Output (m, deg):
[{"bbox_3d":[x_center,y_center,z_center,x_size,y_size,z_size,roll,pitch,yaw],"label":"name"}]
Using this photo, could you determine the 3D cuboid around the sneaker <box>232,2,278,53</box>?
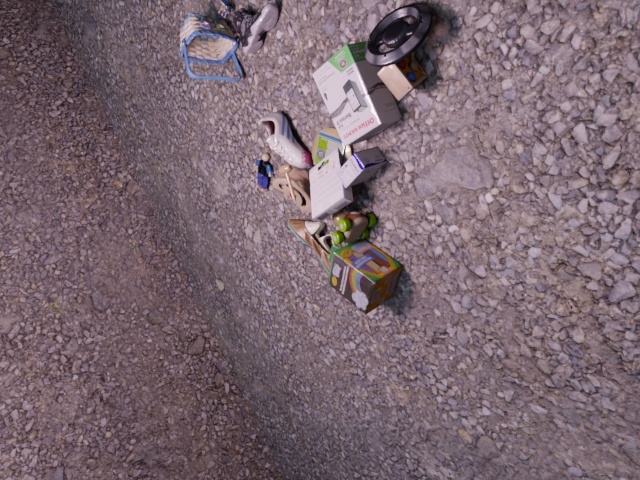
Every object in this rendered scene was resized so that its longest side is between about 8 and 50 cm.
[{"bbox_3d":[-0.274,-0.894,1.962,0.153,0.101,0.268,59,144,3],"label":"sneaker"}]

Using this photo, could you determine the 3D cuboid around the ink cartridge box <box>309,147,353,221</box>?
[{"bbox_3d":[0.037,-0.216,1.905,0.189,0.066,0.233,-32,48,41],"label":"ink cartridge box"}]

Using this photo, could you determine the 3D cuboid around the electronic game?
[{"bbox_3d":[0.233,-0.622,1.470,0.229,0.230,0.048,11,161,46],"label":"electronic game"}]

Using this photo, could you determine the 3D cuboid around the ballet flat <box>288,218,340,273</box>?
[{"bbox_3d":[0.000,0.000,2.139,0.342,0.116,0.124,51,119,17],"label":"ballet flat"}]

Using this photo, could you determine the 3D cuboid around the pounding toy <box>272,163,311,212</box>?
[{"bbox_3d":[-0.123,-0.207,2.038,0.154,0.155,0.270,0,140,38],"label":"pounding toy"}]

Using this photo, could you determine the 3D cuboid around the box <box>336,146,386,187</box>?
[{"bbox_3d":[0.150,-0.270,1.793,0.072,0.126,0.137,59,141,10],"label":"box"}]

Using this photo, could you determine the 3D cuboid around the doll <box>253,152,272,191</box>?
[{"bbox_3d":[-0.274,-0.331,2.312,0.129,0.046,0.189,40,136,27],"label":"doll"}]

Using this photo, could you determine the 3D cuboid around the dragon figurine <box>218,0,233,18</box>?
[{"bbox_3d":[-0.419,-1.094,2.036,0.085,0.143,0.290,22,106,43],"label":"dragon figurine"}]

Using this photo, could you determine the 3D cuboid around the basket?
[{"bbox_3d":[-0.489,-0.833,2.124,0.201,0.254,0.289,-23,81,49],"label":"basket"}]

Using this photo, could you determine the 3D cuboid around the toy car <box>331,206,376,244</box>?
[{"bbox_3d":[0.100,-0.097,1.939,0.189,0.154,0.149,59,143,28],"label":"toy car"}]

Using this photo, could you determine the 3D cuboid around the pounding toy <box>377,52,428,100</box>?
[{"bbox_3d":[0.268,-0.542,1.524,0.130,0.141,0.100,50,142,-5],"label":"pounding toy"}]

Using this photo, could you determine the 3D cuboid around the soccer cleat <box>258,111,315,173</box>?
[{"bbox_3d":[-0.151,-0.390,2.060,0.116,0.143,0.332,-37,81,51],"label":"soccer cleat"}]

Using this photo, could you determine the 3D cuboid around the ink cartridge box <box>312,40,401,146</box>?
[{"bbox_3d":[0.126,-0.506,1.696,0.211,0.121,0.290,-22,93,52],"label":"ink cartridge box"}]

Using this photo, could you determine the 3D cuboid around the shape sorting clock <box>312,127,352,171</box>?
[{"bbox_3d":[0.045,-0.345,1.940,0.206,0.040,0.207,12,108,39],"label":"shape sorting clock"}]

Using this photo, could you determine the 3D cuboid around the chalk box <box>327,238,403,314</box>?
[{"bbox_3d":[0.153,0.121,1.961,0.289,0.179,0.180,38,136,31],"label":"chalk box"}]
